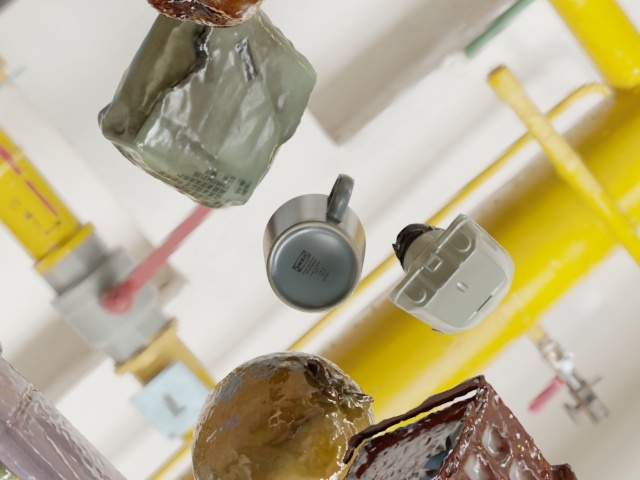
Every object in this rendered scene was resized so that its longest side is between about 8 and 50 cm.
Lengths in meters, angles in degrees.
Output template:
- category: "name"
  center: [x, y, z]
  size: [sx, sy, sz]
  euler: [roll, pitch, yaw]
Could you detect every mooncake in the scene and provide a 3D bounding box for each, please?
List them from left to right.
- category: "mooncake"
  center: [-0.142, -0.177, 1.554]
  size: [0.136, 0.254, 0.250]
  euler: [16, -108, 42]

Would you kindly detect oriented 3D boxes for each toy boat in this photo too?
- category: "toy boat"
  center: [0.155, 0.039, 1.503]
  size: [0.141, 0.141, 0.269]
  euler: [-39, 168, 7]

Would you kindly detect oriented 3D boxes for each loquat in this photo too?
- category: "loquat"
  center: [-0.047, 0.246, 1.511]
  size: [0.238, 0.193, 0.238]
  euler: [-39, -151, 27]

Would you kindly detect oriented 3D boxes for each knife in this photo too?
- category: "knife"
  center: [-0.115, 0.165, 0.699]
  size: [0.038, 0.398, 0.132]
  euler: [-42, -168, 11]

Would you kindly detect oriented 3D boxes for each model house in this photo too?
- category: "model house"
  center: [0.145, 0.283, 1.178]
  size: [0.196, 0.254, 0.160]
  euler: [-32, -163, 38]

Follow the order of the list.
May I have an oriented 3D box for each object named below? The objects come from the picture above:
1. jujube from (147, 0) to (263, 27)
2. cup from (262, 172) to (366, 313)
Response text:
- category: "jujube"
  center: [-0.075, -0.327, 1.047]
  size: [0.197, 0.197, 0.290]
  euler: [-8, -113, 67]
- category: "cup"
  center: [0.000, 0.000, 0.898]
  size: [0.077, 0.078, 0.100]
  euler: [-92, -156, -78]
